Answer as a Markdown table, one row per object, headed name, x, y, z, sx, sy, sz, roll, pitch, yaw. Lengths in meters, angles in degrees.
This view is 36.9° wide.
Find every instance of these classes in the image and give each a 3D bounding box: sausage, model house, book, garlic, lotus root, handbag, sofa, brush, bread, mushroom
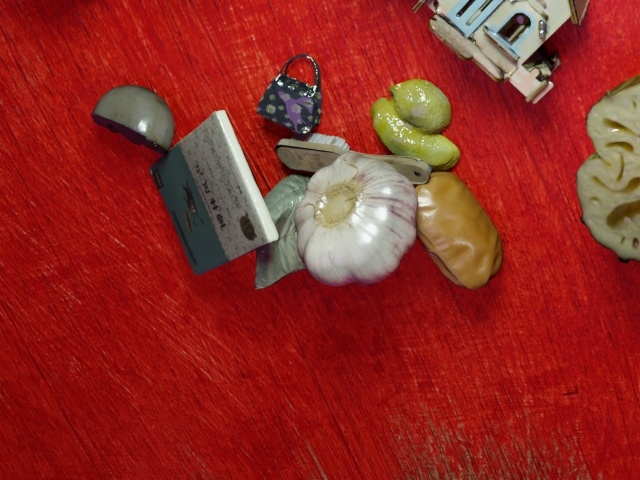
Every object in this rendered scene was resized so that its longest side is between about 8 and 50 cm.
| name | x | y | z | sx | sy | sz | roll | pitch | yaw |
| --- | --- | --- | --- | --- | --- | --- | --- | --- | --- |
| sausage | 0.249 | -0.014 | 1.773 | 0.241 | 0.136 | 0.120 | 50 | 160 | -14 |
| model house | 0.295 | -0.402 | 1.473 | 0.326 | 0.169 | 0.244 | 43 | 128 | -4 |
| book | -0.221 | -0.081 | 1.901 | 0.379 | 0.031 | 0.264 | -24 | 89 | 59 |
| garlic | 0.077 | -0.014 | 1.733 | 0.245 | 0.245 | 0.253 | 0 | 157 | 27 |
| lotus root | 0.545 | -0.135 | 1.495 | 0.316 | 0.250 | 0.316 | 20 | 128 | 28 |
| handbag | -0.042 | -0.283 | 1.794 | 0.115 | 0.072 | 0.139 | 27 | 116 | 10 |
| sofa | 0.000 | 0.000 | 1.883 | 0.225 | 0.176 | 0.210 | 18 | 127 | 15 |
| brush | 0.064 | -0.159 | 1.792 | 0.327 | 0.065 | 0.070 | 11 | 144 | 32 |
| bread | 0.180 | -0.201 | 1.735 | 0.188 | 0.065 | 0.149 | 45 | 125 | -5 |
| mushroom | -0.367 | -0.251 | 1.937 | 0.188 | 0.141 | 0.117 | 28 | 94 | 22 |
